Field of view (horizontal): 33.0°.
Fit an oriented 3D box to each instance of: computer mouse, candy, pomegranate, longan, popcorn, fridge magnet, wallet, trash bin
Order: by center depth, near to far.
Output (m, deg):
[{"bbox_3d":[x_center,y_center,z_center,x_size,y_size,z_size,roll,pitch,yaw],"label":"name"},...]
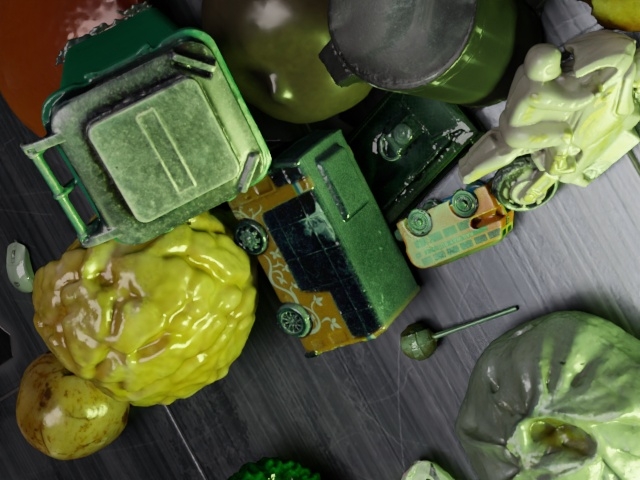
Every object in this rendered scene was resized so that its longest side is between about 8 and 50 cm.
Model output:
[{"bbox_3d":[0.163,-0.286,1.457,0.252,0.301,0.203,-38,75,23],"label":"trash bin"},{"bbox_3d":[-0.035,-0.319,1.596,0.297,0.297,0.297,8,106,27],"label":"longan"},{"bbox_3d":[-0.272,-0.184,1.611,0.295,0.381,0.259,-27,118,-3],"label":"trash bin"},{"bbox_3d":[0.127,-0.146,1.680,0.236,0.055,0.160,-46,73,30],"label":"wallet"},{"bbox_3d":[0.218,0.137,1.711,0.203,0.061,0.061,-23,91,23],"label":"candy"},{"bbox_3d":[-0.262,0.094,1.754,0.344,0.390,0.354,-21,109,20],"label":"popcorn"},{"bbox_3d":[-0.426,-0.344,1.872,0.364,0.155,0.363,7,106,27],"label":"fridge magnet"},{"bbox_3d":[-0.468,0.313,2.050,0.215,0.215,0.215,8,106,27],"label":"pomegranate"},{"bbox_3d":[-0.599,0.053,2.143,0.056,0.032,0.110,-4,101,29],"label":"computer mouse"}]

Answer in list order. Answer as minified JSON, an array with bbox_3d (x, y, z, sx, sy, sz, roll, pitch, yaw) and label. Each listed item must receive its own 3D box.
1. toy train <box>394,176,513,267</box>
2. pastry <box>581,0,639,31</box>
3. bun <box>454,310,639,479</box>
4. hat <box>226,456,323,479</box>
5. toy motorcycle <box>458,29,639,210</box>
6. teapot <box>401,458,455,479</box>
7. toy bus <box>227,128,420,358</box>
[{"bbox_3d":[0.205,-0.026,1.657,0.188,0.072,0.099,-25,96,31],"label":"toy train"},{"bbox_3d":[0.418,-0.446,1.382,0.356,0.164,0.355,11,110,32],"label":"pastry"},{"bbox_3d":[0.357,0.280,1.578,0.355,0.194,0.354,7,104,28],"label":"bun"},{"bbox_3d":[-0.089,0.557,1.905,0.332,0.242,0.274,117,154,-48],"label":"hat"},{"bbox_3d":[0.335,-0.174,1.480,0.223,0.107,0.341,29,124,-29],"label":"toy motorcycle"},{"bbox_3d":[0.169,0.496,1.787,0.178,0.221,0.163,29,155,9],"label":"teapot"},{"bbox_3d":[0.000,0.000,1.689,0.194,0.162,0.323,-18,105,38],"label":"toy bus"}]
